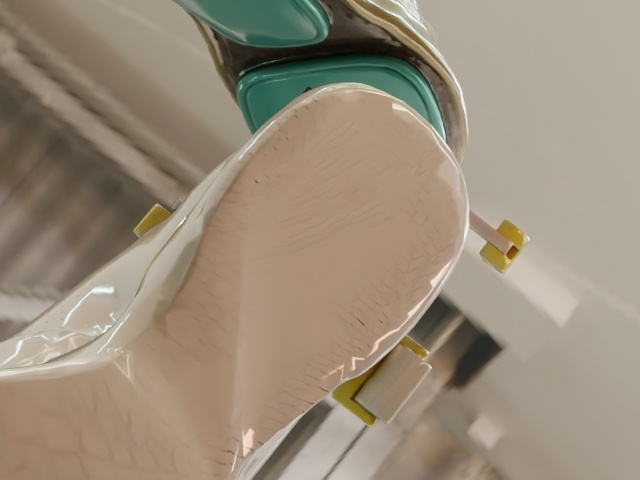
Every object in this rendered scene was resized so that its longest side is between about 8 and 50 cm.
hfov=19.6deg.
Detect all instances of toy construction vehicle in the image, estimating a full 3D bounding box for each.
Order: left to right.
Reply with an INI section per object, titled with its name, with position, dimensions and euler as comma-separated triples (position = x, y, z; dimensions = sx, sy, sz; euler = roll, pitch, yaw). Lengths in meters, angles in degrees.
[toy construction vehicle]
position = 0.000, 0.000, 0.543
dimensions = 0.098, 0.035, 0.086
euler = 40, -94, 22

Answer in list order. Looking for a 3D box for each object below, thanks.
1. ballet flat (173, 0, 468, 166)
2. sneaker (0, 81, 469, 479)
[ballet flat]
position = -0.002, -0.081, 0.582
dimensions = 0.080, 0.232, 0.073
euler = 0, -111, 19
[sneaker]
position = -0.056, 0.049, 0.433
dimensions = 0.212, 0.094, 0.080
euler = -39, -85, -25
